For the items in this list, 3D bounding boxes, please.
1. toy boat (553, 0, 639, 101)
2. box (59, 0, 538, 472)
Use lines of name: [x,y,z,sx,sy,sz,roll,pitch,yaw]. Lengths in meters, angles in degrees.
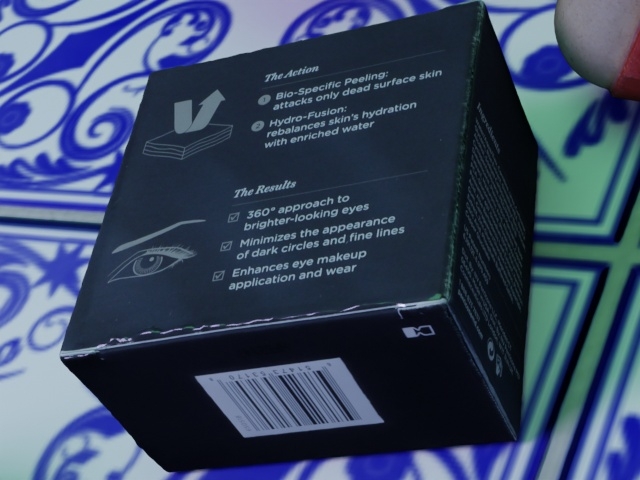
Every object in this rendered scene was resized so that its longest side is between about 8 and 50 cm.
toy boat: [0.199,-0.156,0.586,0.151,0.151,0.231,20,57,6]
box: [0.000,0.000,0.560,0.156,0.093,0.158,-9,48,23]
